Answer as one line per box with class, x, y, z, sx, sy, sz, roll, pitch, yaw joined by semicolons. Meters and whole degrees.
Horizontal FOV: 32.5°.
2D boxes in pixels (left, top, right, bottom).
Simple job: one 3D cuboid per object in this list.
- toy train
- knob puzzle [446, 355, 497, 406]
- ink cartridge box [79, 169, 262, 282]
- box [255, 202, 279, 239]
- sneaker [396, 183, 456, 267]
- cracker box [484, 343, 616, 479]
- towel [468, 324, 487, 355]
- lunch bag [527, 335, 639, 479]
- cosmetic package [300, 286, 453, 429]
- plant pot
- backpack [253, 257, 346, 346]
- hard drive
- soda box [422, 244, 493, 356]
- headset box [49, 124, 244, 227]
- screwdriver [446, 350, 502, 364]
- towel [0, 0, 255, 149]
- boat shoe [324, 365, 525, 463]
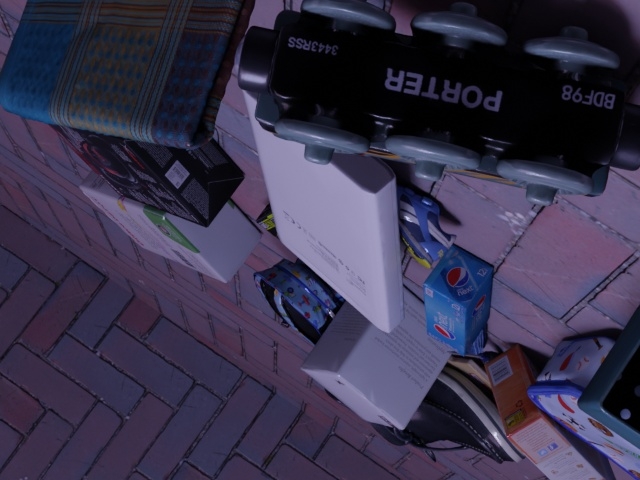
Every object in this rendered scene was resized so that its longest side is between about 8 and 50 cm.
toy train;0.098;-0.113;0.905;0.334;0.142;0.190;11;180;2
knob puzzle;0.288;0.253;1.866;0.213;0.030;0.213;39;168;10
ink cartridge box;-0.273;-0.054;1.987;0.278;0.117;0.201;19;157;45
box;0.000;0.000;1.713;0.184;0.045;0.191;41;165;-8
sneaker;0.112;-0.038;1.362;0.144;0.059;0.053;56;177;-2
cracker box;0.344;0.282;1.626;0.232;0.067;0.155;44;-160;-29
towel;0.221;0.137;1.676;0.067;0.029;0.119;31;164;21
lunch bag;0.426;0.248;1.423;0.303;0.115;0.243;37;167;-2
cosmetic package;0.097;0.182;1.779;0.151;0.183;0.151;41;163;-18
plant pot;0.379;0.157;1.182;0.165;0.165;0.234;34;172;4
backpack;-0.027;0.094;1.880;0.158;0.117;0.173;35;168;46
hard drive;0.011;-0.040;1.419;0.233;0.047;0.353;41;162;25
soda box;0.189;0.086;1.513;0.067;0.071;0.210;31;164;17
headset box;-0.295;-0.153;1.756;0.293;0.110;0.218;18;157;46
screwdriver;0.235;0.172;1.650;0.170;0.025;0.024;21;-139;-55
towel;-0.173;-0.227;1.020;0.040;0.271;0.370;21;177;-42
boat shoe;0.175;0.299;1.950;0.187;0.156;0.500;49;164;-32
